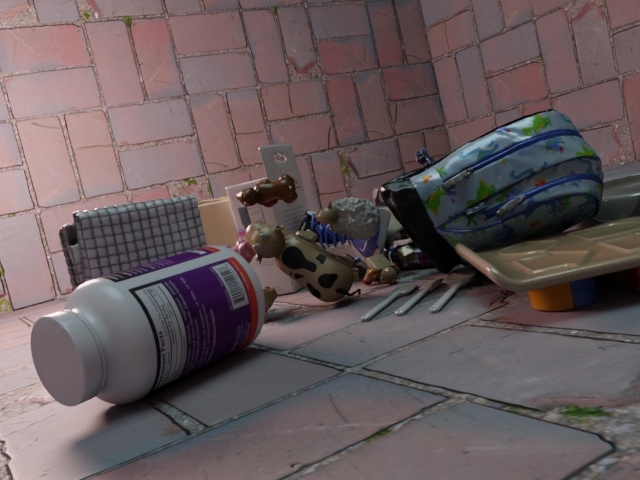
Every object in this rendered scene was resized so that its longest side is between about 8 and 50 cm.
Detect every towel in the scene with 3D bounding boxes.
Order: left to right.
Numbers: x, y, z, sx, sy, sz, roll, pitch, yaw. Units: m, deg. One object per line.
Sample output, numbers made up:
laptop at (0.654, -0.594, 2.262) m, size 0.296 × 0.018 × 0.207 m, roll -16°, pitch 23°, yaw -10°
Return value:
towel at (-0.321, 0.072, 1.182) m, size 0.235 × 0.283 × 0.121 m, roll -15°, pitch 4°, yaw -35°

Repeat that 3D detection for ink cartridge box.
ink cartridge box at (-0.116, -0.054, 1.636) m, size 0.119 × 0.353 × 0.207 m, roll -11°, pitch 5°, yaw 23°

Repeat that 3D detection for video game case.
video game case at (0.276, 0.023, 1.549) m, size 0.210 × 0.041 × 0.232 m, roll -17°, pitch 6°, yaw -44°

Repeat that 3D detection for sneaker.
sneaker at (0.040, -0.003, 1.552) m, size 0.182 × 0.127 × 0.315 m, roll 14°, pitch -13°, yaw -10°

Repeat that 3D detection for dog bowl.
dog bowl at (0.665, -0.075, 1.292) m, size 0.349 × 0.102 × 0.349 m, roll -12°, pitch 5°, yaw 1°

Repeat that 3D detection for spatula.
spatula at (0.178, 0.093, 1.159) m, size 0.168 × 0.019 × 0.242 m, roll -10°, pitch 6°, yaw 27°

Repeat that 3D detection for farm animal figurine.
farm animal figurine at (-0.075, 0.042, 1.304) m, size 0.327 × 0.330 × 0.172 m, roll 17°, pitch 10°, yaw 12°

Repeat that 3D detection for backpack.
backpack at (0.336, -0.086, 1.225) m, size 0.355 × 0.273 × 0.290 m, roll -39°, pitch -31°, yaw 3°

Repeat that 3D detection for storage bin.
storage bin at (-0.216, 0.008, 1.743) m, size 0.123 × 0.262 × 0.260 m, roll -11°, pitch 5°, yaw 16°

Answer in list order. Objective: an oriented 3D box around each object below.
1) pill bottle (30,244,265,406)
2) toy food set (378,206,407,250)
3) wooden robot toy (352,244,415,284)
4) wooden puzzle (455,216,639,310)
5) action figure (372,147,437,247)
pill bottle at (-0.245, 0.124, 0.974) m, size 0.182 × 0.181 × 0.323 m, roll -9°, pitch 6°, yaw 39°
toy food set at (0.285, -0.039, 1.606) m, size 0.306 × 0.092 × 0.220 m, roll -12°, pitch 15°, yaw -5°
wooden robot toy at (0.139, 0.070, 1.393) m, size 0.173 × 0.076 × 0.079 m, roll -16°, pitch 41°, yaw -29°
wooden puzzle at (0.399, 0.032, 0.979) m, size 0.348 × 0.080 × 0.322 m, roll -8°, pitch 6°, yaw 4°
action figure at (0.303, -0.095, 1.856) m, size 0.330 × 0.341 × 0.178 m, roll -8°, pitch -41°, yaw -23°
